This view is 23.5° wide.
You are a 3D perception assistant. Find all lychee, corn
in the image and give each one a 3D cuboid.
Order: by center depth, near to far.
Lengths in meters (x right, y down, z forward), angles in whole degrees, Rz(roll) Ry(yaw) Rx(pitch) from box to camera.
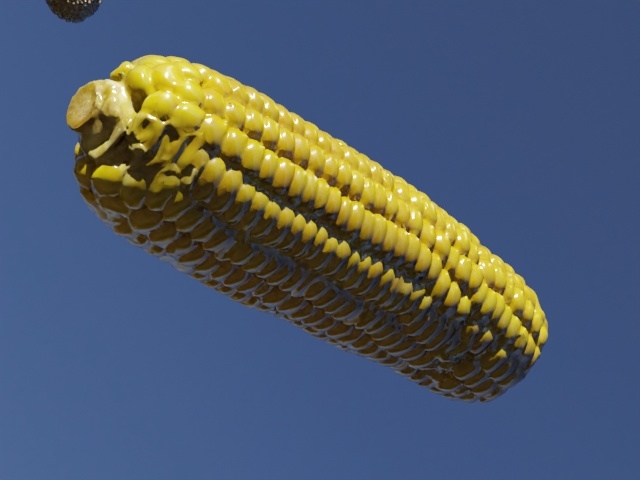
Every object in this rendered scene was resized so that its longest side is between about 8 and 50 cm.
[{"bbox_3d":[0.000,0.000,0.937,0.120,0.363,0.120,-30,-136,34],"label":"corn"},{"bbox_3d":[-0.280,-0.284,1.741,0.067,0.068,0.083,-33,-133,43],"label":"lychee"}]
